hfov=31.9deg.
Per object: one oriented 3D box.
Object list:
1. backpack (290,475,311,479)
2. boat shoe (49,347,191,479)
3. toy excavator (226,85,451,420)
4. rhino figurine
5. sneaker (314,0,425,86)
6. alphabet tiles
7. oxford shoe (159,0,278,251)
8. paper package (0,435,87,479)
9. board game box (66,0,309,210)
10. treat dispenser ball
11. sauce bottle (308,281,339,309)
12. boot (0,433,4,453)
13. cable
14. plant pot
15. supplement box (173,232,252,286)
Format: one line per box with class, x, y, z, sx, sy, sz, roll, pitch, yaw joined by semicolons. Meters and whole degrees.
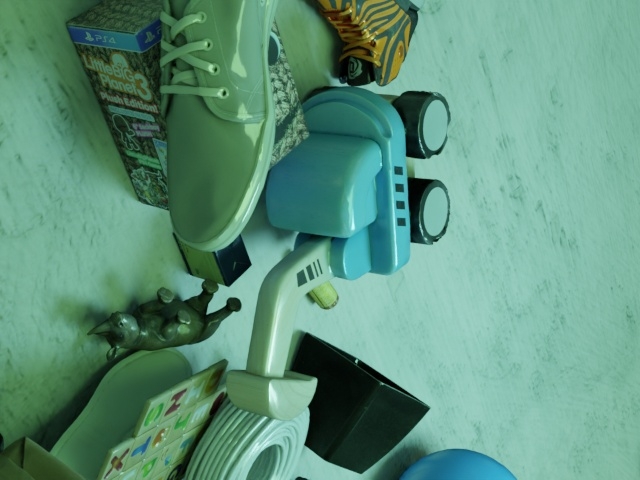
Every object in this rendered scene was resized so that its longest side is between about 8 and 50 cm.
backpack;0.001;0.537;1.940;0.253;0.191;0.225;31;80;-43
boat shoe;-0.291;0.263;1.573;0.305;0.109;0.091;-49;177;-46
toy excavator;0.000;0.000;1.707;0.445;0.222;0.432;-29;121;-49
rhino figurine;-0.232;0.119;1.599;0.243;0.073;0.106;-8;152;-49
sneaker;0.059;-0.339;1.782;0.321;0.125;0.180;8;95;-52
alphabet tiles;-0.235;0.316;1.598;0.285;0.011;0.342;-66;164;17
oxford shoe;-0.136;-0.213;1.326;0.130;0.169;0.449;8;89;-54
paper package;-0.315;0.457;1.360;0.168;0.309;0.324;-33;142;-43
board game box;-0.169;-0.216;1.527;0.232;0.141;0.291;-44;132;-33
treat dispenser ball;0.270;0.555;2.198;0.288;0.288;0.288;-20;116;-46
sauce bottle;-0.010;0.068;1.894;0.042;0.042;0.128;-57;139;-22
boot;-0.481;0.172;1.312;0.263;0.091;0.229;-5;104;-50
cable;-0.114;0.350;1.781;0.257;0.089;0.257;-55;153;-19
plant pot;0.043;0.293;1.933;0.187;0.188;0.167;32;88;-51
supplement box;-0.160;0.013;1.659;0.056;0.083;0.083;-45;133;-34
